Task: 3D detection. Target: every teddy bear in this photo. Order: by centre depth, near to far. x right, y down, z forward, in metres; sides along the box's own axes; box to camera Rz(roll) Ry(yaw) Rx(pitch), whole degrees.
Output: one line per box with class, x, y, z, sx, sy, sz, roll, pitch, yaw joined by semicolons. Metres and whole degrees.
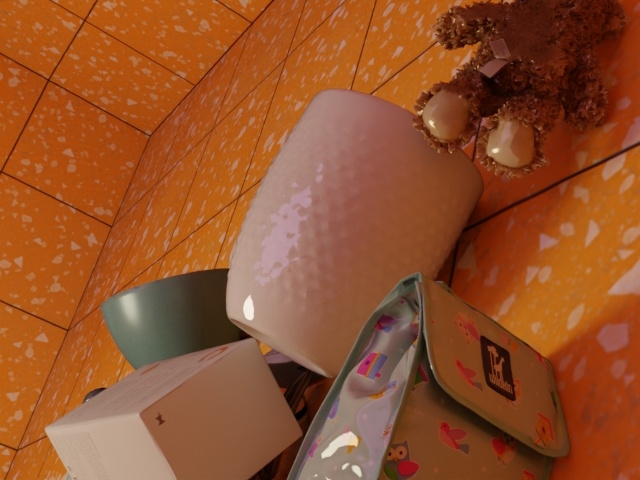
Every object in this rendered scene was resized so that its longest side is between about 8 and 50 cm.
teddy bear;0.253;-0.214;1.091;0.113;0.245;0.338;74;-152;-54

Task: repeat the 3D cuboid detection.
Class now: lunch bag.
lunch bag;0.122;0.190;0.860;0.160;0.223;0.262;2;63;60

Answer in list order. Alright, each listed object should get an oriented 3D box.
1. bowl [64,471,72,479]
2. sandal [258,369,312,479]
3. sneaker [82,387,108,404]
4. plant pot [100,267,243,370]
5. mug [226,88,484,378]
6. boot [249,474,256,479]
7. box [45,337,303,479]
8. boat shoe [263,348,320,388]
bowl;-0.373;0.525;1.582;0.311;0.163;0.312;-36;47;50
sandal;-0.047;0.290;1.344;0.072;0.049;0.180;-28;40;68
sneaker;-0.380;0.358;1.698;0.319;0.112;0.131;77;-167;-47
plant pot;-0.274;0.191;1.726;0.290;0.290;0.196;-31;72;52
mug;0.000;0.000;1.214;0.374;0.276;0.328;12;68;55
boot;-0.199;0.375;1.527;0.236;0.089;0.269;-60;23;4
box;-0.231;0.290;1.307;0.215;0.168;0.345;-31;7;-39
boat shoe;-0.024;0.180;1.405;0.227;0.079;0.081;-29;29;46
